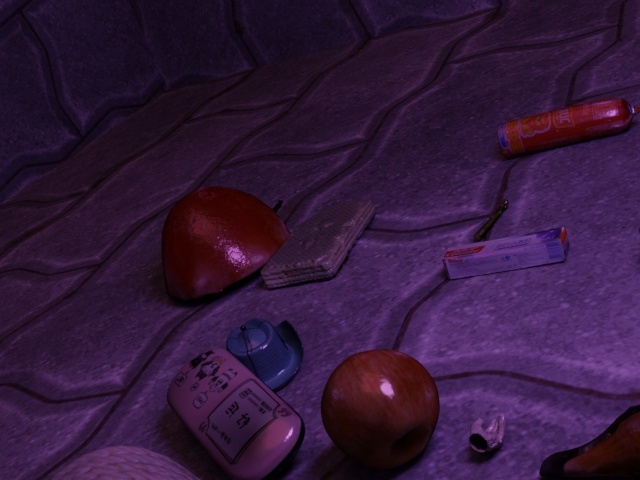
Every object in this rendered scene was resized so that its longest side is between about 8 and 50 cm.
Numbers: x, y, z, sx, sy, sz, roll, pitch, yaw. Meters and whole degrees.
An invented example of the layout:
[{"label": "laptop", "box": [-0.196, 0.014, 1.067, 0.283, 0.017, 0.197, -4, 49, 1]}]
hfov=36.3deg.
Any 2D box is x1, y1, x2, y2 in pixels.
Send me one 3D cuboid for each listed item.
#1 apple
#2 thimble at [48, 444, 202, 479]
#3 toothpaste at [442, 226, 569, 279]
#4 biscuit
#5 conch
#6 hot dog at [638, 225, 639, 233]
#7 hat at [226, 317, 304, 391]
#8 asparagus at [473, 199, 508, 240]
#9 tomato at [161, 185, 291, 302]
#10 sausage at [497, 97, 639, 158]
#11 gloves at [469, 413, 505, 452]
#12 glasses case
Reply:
[{"label": "apple", "box": [0.074, 0.204, 1.180, 0.146, 0.146, 0.131, -24, 42, -5]}, {"label": "thimble", "box": [-0.209, 0.333, 1.060, 0.219, 0.219, 0.150, -27, 22, -11]}, {"label": "toothpaste", "box": [0.290, 0.022, 1.535, 0.196, 0.040, 0.047, -11, 22, 28]}, {"label": "biscuit", "box": [0.000, 0.000, 1.851, 0.150, 0.052, 0.252, -10, 25, 31]}, {"label": "conch", "box": [0.335, 0.208, 0.998, 0.233, 0.080, 0.086, 0, 23, 46]}, {"label": "hot dog", "box": [0.536, -0.050, 1.355, 0.213, 0.103, 0.146, -31, 1, -28]}, {"label": "hat", "box": [-0.102, 0.167, 1.521, 0.138, 0.078, 0.191, -29, 22, -5]}, {"label": "asparagus", "box": [0.298, -0.036, 1.693, 0.015, 0.018, 0.127, 28, 44, 18]}, {"label": "tomato", "box": [-0.220, -0.016, 1.936, 0.309, 0.170, 0.309, -24, 14, 6]}, {"label": "sausage", "box": [0.478, -0.220, 1.878, 0.274, 0.074, 0.074, -11, 24, 25]}, {"label": "gloves", "box": [0.193, 0.227, 1.146, 0.044, 0.037, 0.081, 28, 37, 30]}, {"label": "glasses case", "box": [-0.123, 0.237, 1.354, 0.122, 0.075, 0.314, -46, 31, -9]}]
